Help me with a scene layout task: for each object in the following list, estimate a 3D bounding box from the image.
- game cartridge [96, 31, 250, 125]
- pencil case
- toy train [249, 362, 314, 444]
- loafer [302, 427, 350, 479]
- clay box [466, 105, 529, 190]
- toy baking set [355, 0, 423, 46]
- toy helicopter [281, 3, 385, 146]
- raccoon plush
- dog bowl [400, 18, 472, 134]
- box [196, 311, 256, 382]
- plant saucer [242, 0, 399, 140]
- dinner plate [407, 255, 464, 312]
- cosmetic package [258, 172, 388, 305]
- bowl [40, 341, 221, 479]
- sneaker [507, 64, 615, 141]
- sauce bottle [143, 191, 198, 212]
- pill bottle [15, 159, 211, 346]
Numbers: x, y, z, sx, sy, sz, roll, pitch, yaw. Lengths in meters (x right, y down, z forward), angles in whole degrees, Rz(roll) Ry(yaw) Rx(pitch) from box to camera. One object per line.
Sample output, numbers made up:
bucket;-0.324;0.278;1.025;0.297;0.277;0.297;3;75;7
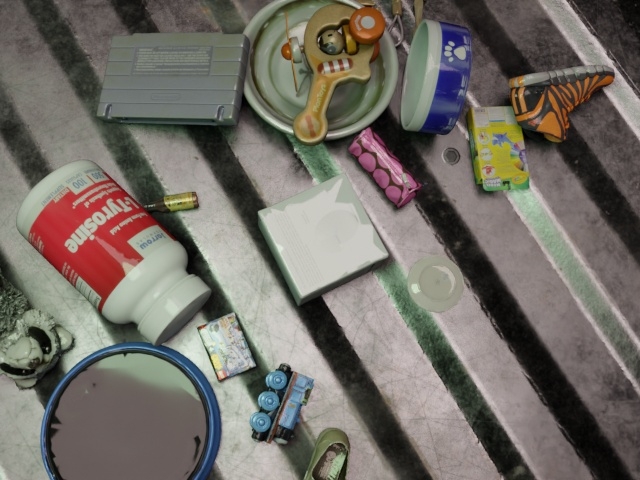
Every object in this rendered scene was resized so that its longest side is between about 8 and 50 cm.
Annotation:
game cartridge;-0.353;-0.392;1.728;0.355;0.068;0.230;4;73;14
pencil case;0.158;-0.182;1.744;0.095;0.098;0.209;-42;81;1
toy train;-0.088;0.371;1.601;0.105;0.080;0.184;23;75;-5
loafer;0.002;0.543;1.557;0.102;0.092;0.268;13;76;-2
clay box;0.448;-0.227;1.804;0.128;0.053;0.221;-3;77;-8
toy baking set;0.189;-0.616;1.893;0.256;0.030;0.196;31;79;3
toy helicopter;-0.001;-0.391;1.664;0.235;0.140;0.354;17;78;1
raccoon plush;-0.724;0.124;1.593;0.216;0.299;0.446;-35;49;3
dog bowl;0.274;-0.389;1.721;0.104;0.265;0.264;8;76;-6
box;-0.217;0.245;1.645;0.094;0.027;0.137;-21;79;-11
plant saucer;-0.009;-0.425;1.790;0.401;0.100;0.400;1;77;-4
dinner plate;0.280;0.103;1.729;0.141;0.017;0.141;2;76;-6
cosmetic package;0.000;0.000;1.667;0.225;0.138;0.224;-25;80;-12
bowl;-0.414;0.414;1.562;0.392;0.077;0.390;1;76;-5
sneaker;0.620;-0.345;1.827;0.321;0.125;0.180;-13;97;-19
sauce bottle;-0.357;-0.088;1.707;0.128;0.042;0.042;-11;78;-8
pill bottle;-0.446;0.033;1.574;0.408;0.229;0.229;42;77;6
